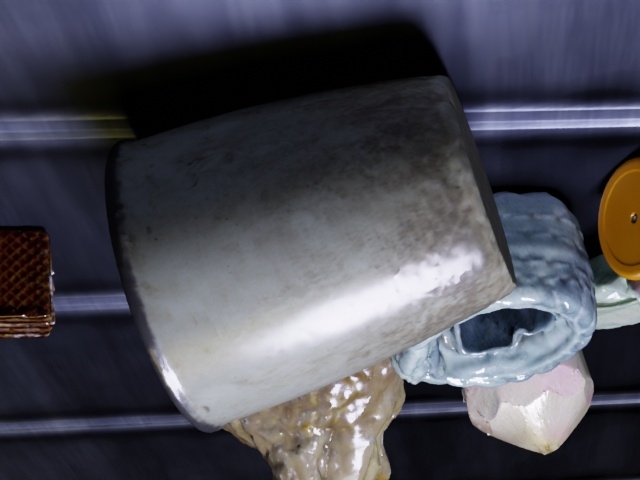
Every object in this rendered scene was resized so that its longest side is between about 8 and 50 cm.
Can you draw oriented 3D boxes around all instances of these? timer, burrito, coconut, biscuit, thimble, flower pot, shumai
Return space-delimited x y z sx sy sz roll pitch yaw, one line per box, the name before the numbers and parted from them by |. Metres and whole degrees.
timer | 0.398 -0.019 1.664 0.152 0.132 0.132 4 150 -26
burrito | 0.354 0.055 1.788 0.143 0.089 0.229 1 170 -31
coconut | 0.258 0.184 1.952 0.170 0.183 0.171 -6 148 -4
biscuit | -0.410 0.047 1.644 0.252 0.106 0.070 1 153 -10
thimble | 0.178 0.054 1.718 0.250 0.172 0.205 -22 144 22
flower pot | 0.000 0.000 1.455 0.330 0.294 0.293 -17 150 11
shumai | -0.011 0.236 1.919 0.267 0.262 0.314 18 142 -39
